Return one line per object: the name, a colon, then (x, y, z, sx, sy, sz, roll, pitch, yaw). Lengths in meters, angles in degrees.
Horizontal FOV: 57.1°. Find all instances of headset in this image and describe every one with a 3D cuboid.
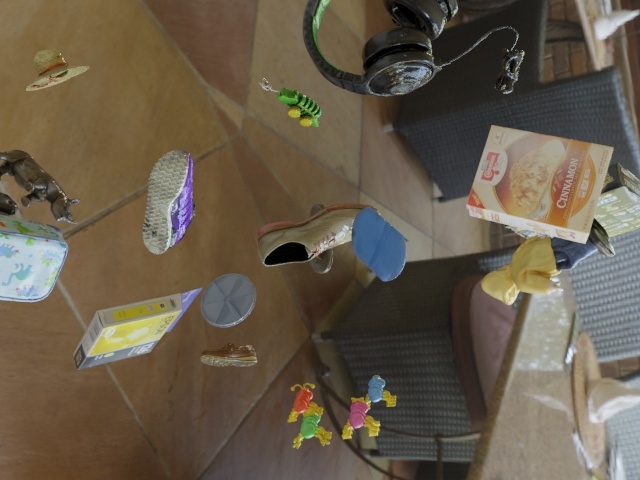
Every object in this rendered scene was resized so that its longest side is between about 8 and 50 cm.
headset: (0.166, -0.362, 1.067, 0.185, 0.394, 0.243, 35, 73, -74)

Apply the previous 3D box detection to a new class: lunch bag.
lunch bag: (-0.659, 0.038, 1.222, 0.219, 0.090, 0.176, 13, 111, -43)

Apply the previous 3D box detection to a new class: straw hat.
straw hat: (-0.573, -0.372, 1.249, 0.144, 0.144, 0.061, -41, 113, -53)

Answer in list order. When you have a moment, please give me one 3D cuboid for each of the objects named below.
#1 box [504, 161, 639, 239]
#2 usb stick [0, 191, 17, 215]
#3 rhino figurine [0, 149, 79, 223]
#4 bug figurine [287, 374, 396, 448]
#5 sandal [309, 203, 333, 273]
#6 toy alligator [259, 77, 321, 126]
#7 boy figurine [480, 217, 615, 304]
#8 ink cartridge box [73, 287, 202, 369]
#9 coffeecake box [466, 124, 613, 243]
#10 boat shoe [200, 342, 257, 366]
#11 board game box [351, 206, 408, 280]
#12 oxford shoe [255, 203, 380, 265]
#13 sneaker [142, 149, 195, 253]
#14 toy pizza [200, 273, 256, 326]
box: (0.657, -0.068, 1.471, 0.293, 0.295, 0.073, 20, 58, -40)
usb stick: (-0.740, -0.111, 1.160, 0.278, 0.077, 0.045, 30, 84, -54)
rhino figurine: (-0.675, -0.126, 1.413, 0.243, 0.073, 0.106, 43, 23, -6)
bug figurine: (0.040, 0.402, 1.420, 0.216, 0.279, 0.072, -69, 146, -72)
sandal: (-0.012, -0.007, 1.821, 0.060, 0.090, 0.219, 7, 81, -52)
toy alligator: (-0.053, -0.314, 1.318, 0.189, 0.051, 0.056, 31, 52, -41)
boy figurine: (0.485, 0.058, 1.288, 0.092, 0.285, 0.177, 38, 33, -23)
ink cartridge box: (-0.514, 0.255, 1.677, 0.307, 0.303, 0.072, -7, 63, -38)
coffeecake box: (0.345, -0.091, 0.935, 0.142, 0.185, 0.068, -71, 157, -8)
boat shoe: (-0.267, 0.329, 1.702, 0.178, 0.064, 0.060, 10, 56, -36)
board game box: (0.136, 0.006, 1.301, 0.033, 0.168, 0.133, -15, 136, -37)
oxford shoe: (0.000, 0.000, 1.580, 0.130, 0.348, 0.123, -102, 175, -52)
sneaker: (-0.395, -0.114, 1.612, 0.146, 0.102, 0.293, -27, 140, -64)
toy pizza: (-0.315, 0.207, 2.021, 0.032, 0.201, 0.201, 66, 31, -57)
